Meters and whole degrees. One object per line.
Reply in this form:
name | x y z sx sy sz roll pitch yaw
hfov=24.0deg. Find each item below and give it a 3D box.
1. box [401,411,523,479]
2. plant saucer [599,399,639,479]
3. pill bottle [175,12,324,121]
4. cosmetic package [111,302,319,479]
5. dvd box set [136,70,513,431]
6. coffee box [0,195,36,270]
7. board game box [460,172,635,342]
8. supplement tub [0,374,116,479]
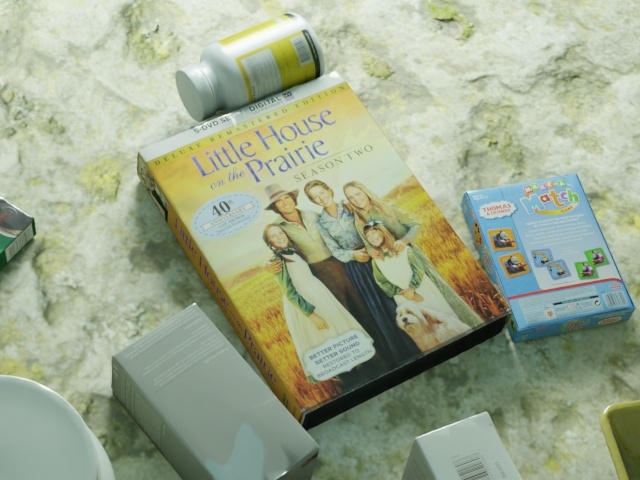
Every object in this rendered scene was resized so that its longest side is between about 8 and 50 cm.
box | 0.158 0.291 1.651 0.091 0.170 0.130 -18 62 -16
plant saucer | 0.509 0.331 1.724 0.333 0.081 0.333 -7 59 -12
pill bottle | -0.094 -0.225 1.989 0.184 0.103 0.103 -25 64 -21
cosmetic package | -0.123 0.204 1.715 0.127 0.107 0.238 -31 69 -24
dvd box set | 0.000 0.000 1.882 0.307 0.062 0.420 -23 63 -21
coffee box | -0.446 0.014 1.828 0.113 0.040 0.184 33 59 13
board game box | 0.288 0.019 1.919 0.160 0.039 0.211 -10 60 -13
supplement tub | -0.318 0.294 1.496 0.235 0.325 0.235 3 58 -5
